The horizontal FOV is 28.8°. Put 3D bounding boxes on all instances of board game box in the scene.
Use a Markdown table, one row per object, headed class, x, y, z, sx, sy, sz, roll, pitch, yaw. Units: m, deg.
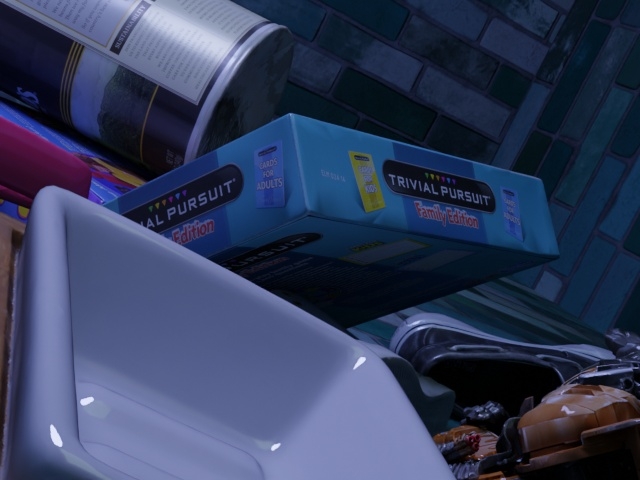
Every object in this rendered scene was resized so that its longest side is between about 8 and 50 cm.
| class | x | y | z | sx | sy | sz | roll | pitch | yaw |
| --- | --- | --- | --- | --- | --- | --- | --- | --- | --- |
| board game box | 0.000 | 0.000 | 1.030 | 0.254 | 0.079 | 0.336 | -22 | -19 | 36 |
| board game box | -0.220 | -0.039 | 1.251 | 0.233 | 0.078 | 0.347 | 20 | 9 | -43 |

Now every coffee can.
| class | x | y | z | sx | sy | sz | roll | pitch | yaw |
| --- | --- | --- | --- | --- | --- | --- | --- | --- | --- |
| coffee can | -0.195 | -0.193 | 1.307 | 0.275 | 0.201 | 0.201 | 28 | 7 | 11 |

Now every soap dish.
| class | x | y | z | sx | sy | sz | roll | pitch | yaw |
| --- | --- | --- | --- | --- | --- | --- | --- | --- | --- |
| soap dish | -0.054 | 0.104 | 0.515 | 0.229 | 0.118 | 0.291 | 29 | 13 | -21 |

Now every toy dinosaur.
| class | x | y | z | sx | sy | sz | roll | pitch | yaw |
| --- | --- | --- | --- | --- | --- | --- | --- | --- | --- |
| toy dinosaur | 0.156 | 0.137 | 0.678 | 0.322 | 0.164 | 0.218 | 4 | 2 | 43 |

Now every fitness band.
| class | x | y | z | sx | sy | sz | roll | pitch | yaw |
| --- | --- | --- | --- | --- | --- | --- | --- | --- | --- |
| fitness band | -0.300 | -0.072 | 0.949 | 0.209 | 0.054 | 0.291 | 8 | -9 | 23 |

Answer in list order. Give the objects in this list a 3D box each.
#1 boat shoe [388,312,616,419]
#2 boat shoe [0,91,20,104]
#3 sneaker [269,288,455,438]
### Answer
| class | x | y | z | sx | sy | sz | roll | pitch | yaw |
| --- | --- | --- | --- | --- | --- | --- | --- | --- | --- |
| boat shoe | 0.231 | 0.173 | 1.322 | 0.335 | 0.121 | 0.119 | 14 | 18 | -15 |
| boat shoe | -0.445 | -0.179 | 1.488 | 0.083 | 0.065 | 0.183 | 33 | 10 | 32 |
| sneaker | -0.012 | 0.104 | 0.924 | 0.169 | 0.108 | 0.292 | 28 | -3 | 20 |
